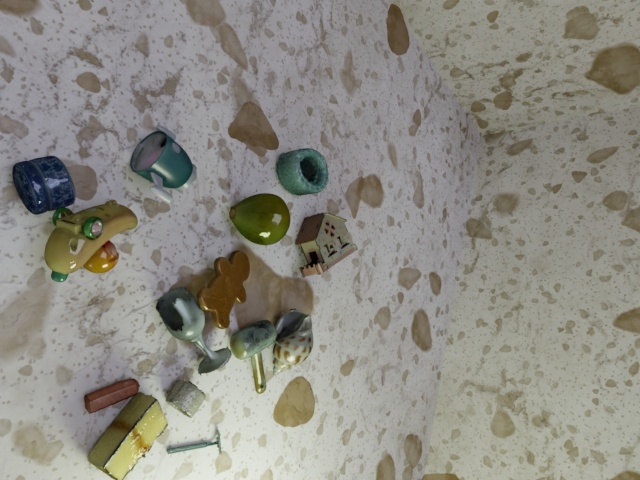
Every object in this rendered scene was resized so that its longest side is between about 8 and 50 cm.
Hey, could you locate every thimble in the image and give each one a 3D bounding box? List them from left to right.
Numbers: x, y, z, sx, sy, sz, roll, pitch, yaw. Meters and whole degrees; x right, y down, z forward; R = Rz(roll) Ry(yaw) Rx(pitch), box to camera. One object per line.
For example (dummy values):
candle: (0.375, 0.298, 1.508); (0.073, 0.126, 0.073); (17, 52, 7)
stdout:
thimble: (-0.467, 0.548, 1.553); (0.090, 0.102, 0.115); (-57, 134, -33)
thimble: (-0.082, -0.309, 1.973); (0.235, 0.143, 0.199); (43, 57, -38)

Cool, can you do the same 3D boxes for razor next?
razor: (-0.455, 0.746, 1.617); (0.211, 0.035, 0.084); (10, 57, -41)

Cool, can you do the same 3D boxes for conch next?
conch: (-0.124, 0.441, 1.898); (0.275, 0.182, 0.149); (-53, 157, -27)

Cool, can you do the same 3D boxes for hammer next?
hammer: (-0.258, 0.485, 1.799); (0.201, 0.113, 0.306); (-19, 111, -43)

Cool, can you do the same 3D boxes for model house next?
model house: (0.000, 0.000, 2.053); (0.326, 0.169, 0.245); (-30, 104, -46)

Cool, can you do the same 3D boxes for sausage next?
sausage: (-0.640, 0.479, 1.397); (0.169, 0.065, 0.065); (-14, 99, -45)

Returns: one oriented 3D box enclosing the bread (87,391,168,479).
bread: (-0.572, 0.633, 1.411); (0.178, 0.135, 0.240); (58, 48, -29)

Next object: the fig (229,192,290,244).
fig: (-0.236, -0.079, 1.767); (0.229, 0.207, 0.208); (-16, 102, -12)

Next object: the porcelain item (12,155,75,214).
porcelain item: (-0.761, -0.151, 1.224); (0.114, 0.147, 0.147); (-30, 110, -43)

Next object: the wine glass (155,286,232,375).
wine glass: (-0.444, 0.318, 1.565); (0.143, 0.143, 0.321); (-47, 119, -37)

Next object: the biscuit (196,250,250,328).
biscuit: (-0.353, 0.167, 1.681); (0.340, 0.047, 0.216); (-73, 147, -47)

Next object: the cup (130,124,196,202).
cup: (-0.510, -0.252, 1.496); (0.173, 0.167, 0.300); (38, 36, -49)

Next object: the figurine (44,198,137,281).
figurine: (-0.659, 0.002, 1.317); (0.324, 0.124, 0.223); (-51, 153, -65)
